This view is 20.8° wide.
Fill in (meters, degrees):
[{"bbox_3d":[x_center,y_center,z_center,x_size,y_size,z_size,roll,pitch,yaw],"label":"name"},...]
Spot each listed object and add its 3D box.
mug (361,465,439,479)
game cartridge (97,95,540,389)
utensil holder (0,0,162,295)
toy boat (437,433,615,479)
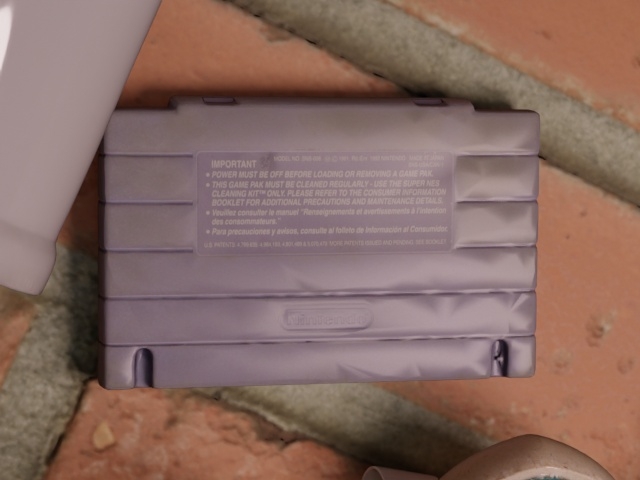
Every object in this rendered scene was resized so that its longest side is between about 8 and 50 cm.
[{"bbox_3d":[0.068,0.220,1.432,0.064,0.078,0.062,3,62,-21],"label":"mug"},{"bbox_3d":[0.000,0.000,1.392,0.355,0.068,0.230,0,91,-12],"label":"game cartridge"},{"bbox_3d":[-0.261,-0.202,1.180,0.328,0.327,0.385,25,88,-13],"label":"utensil holder"},{"bbox_3d":[0.219,0.262,1.360,0.318,0.148,0.267,-4,136,-4],"label":"toy boat"}]
